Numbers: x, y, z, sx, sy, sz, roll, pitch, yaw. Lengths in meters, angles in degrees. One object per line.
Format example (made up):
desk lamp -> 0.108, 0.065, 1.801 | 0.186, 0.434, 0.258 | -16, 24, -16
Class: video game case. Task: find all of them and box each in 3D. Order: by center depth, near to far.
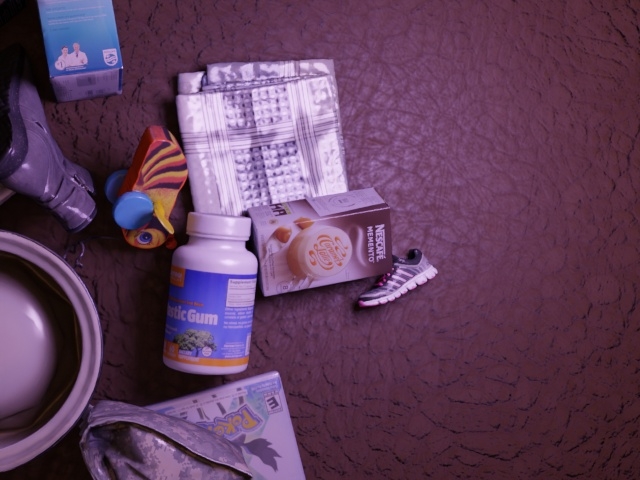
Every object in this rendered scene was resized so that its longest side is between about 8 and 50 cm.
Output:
video game case -> -0.199, 0.424, 1.759 | 0.329, 0.036, 0.300 | -14, 90, -12

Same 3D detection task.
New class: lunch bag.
lunch bag -> -0.276, 0.371, 1.608 | 0.287, 0.235, 0.169 | 29, 85, -9

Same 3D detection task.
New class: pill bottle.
pill bottle -> -0.191, 0.090, 1.704 | 0.152, 0.152, 0.272 | 5, 94, -11

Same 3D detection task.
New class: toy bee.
toy bee -> -0.310, -0.059, 1.718 | 0.162, 0.298, 0.195 | 23, 44, -36

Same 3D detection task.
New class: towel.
towel -> -0.102, -0.178, 1.803 | 0.312, 0.056, 0.324 | -8, 88, -12

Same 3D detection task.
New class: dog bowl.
dog bowl -> -0.574, 0.182, 1.637 | 0.408, 0.150, 0.408 | 0, 88, -12

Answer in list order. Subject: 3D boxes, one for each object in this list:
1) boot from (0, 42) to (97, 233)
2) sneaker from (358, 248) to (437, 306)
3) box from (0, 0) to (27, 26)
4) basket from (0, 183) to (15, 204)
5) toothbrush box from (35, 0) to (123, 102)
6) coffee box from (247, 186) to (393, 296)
boot -> -0.493, -0.172, 1.680 | 0.118, 0.338, 0.223 | -27, 138, 18
sneaker -> 0.136, 0.068, 1.836 | 0.170, 0.063, 0.074 | -27, 93, -17
box -> -0.641, -0.415, 1.676 | 0.207, 0.108, 0.153 | -45, 97, -11
basket -> -0.608, -0.122, 1.670 | 0.113, 0.103, 0.167 | -41, 95, -11
toothbrush box -> -0.425, -0.407, 1.667 | 0.126, 0.216, 0.295 | -11, 88, -13
coffee box -> 0.000, 0.000, 1.769 | 0.247, 0.098, 0.141 | -11, 117, -12
